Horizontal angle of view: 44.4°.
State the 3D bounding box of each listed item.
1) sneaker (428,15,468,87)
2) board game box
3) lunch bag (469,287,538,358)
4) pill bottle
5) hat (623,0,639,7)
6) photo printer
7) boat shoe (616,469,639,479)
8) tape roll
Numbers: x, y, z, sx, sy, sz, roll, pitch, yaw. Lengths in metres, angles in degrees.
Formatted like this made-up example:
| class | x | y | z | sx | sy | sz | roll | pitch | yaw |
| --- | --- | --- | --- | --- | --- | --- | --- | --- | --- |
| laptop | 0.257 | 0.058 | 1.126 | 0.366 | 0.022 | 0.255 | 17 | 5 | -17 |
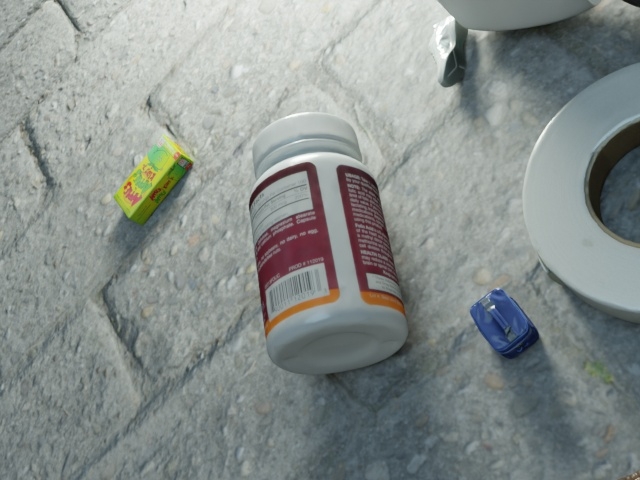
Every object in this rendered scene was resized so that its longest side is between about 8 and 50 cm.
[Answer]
| class | x | y | z | sx | sy | sz | roll | pitch | yaw |
| --- | --- | --- | --- | --- | --- | --- | --- | --- | --- |
| sneaker | 0.224 | -0.334 | 1.400 | 0.061 | 0.053 | 0.152 | -10 | 58 | 41 |
| board game box | -0.366 | -0.133 | 1.714 | 0.181 | 0.043 | 0.092 | -50 | 52 | 6 |
| lunch bag | 0.269 | 0.124 | 1.152 | 0.067 | 0.065 | 0.098 | -42 | 52 | 12 |
| pill bottle | 0.000 | 0.000 | 1.290 | 0.224 | 0.224 | 0.392 | -24 | 58 | 24 |
| hat | 0.497 | -0.471 | 1.030 | 0.134 | 0.331 | 0.331 | -28 | 48 | -21 |
| photo printer | 0.284 | -0.439 | 1.233 | 0.256 | 0.307 | 0.107 | 2 | 72 | 41 |
| boat shoe | 0.383 | 0.344 | 0.963 | 0.257 | 0.095 | 0.095 | -35 | 60 | 17 |
| tape roll | 0.478 | -0.073 | 1.093 | 0.392 | 0.072 | 0.392 | -14 | 63 | 30 |
